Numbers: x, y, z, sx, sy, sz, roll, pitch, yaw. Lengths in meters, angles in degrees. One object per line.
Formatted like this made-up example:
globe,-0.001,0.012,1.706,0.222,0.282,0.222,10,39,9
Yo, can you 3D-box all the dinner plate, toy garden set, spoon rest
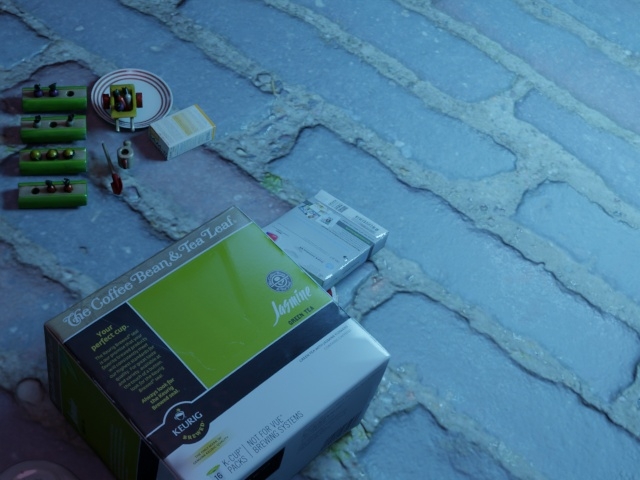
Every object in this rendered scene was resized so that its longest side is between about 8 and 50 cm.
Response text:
dinner plate,-0.331,-0.247,1.778,0.141,0.017,0.141,6,53,-8
toy garden set,-0.395,-0.171,1.674,0.203,0.049,0.244,-3,58,-9
spoon rest,-0.313,0.368,1.307,0.276,0.084,0.137,17,44,17

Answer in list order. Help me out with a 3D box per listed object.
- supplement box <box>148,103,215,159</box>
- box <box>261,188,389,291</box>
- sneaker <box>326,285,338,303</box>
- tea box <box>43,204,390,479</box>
supplement box,-0.239,-0.187,1.741,0.098,0.036,0.062,-28,65,-28
box,0.000,0.000,1.622,0.145,0.038,0.186,32,41,21
sneaker,-0.015,0.075,1.595,0.067,0.042,0.118,-5,48,-20
tea box,-0.146,0.186,1.376,0.329,0.220,0.323,-34,68,-30
